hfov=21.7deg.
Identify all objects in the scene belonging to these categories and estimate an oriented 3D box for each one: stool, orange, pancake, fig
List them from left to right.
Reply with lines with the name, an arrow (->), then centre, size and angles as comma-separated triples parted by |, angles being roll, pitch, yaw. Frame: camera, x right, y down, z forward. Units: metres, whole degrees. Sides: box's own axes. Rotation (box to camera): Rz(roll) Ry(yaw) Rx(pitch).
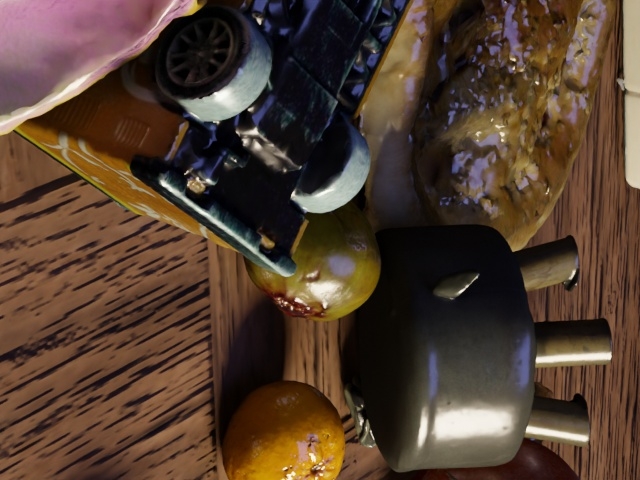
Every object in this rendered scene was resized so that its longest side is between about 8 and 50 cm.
orange -> -0.022, 0.127, 1.034 | 0.083, 0.070, 0.083 | -25, 124, -44
fig -> 0.000, 0.000, 1.013 | 0.082, 0.084, 0.098 | 107, 7, -65
stool -> 0.093, 0.068, 1.080 | 0.228, 0.139, 0.153 | 155, -68, -79
pancake -> 0.124, -0.136, 1.151 | 0.356, 0.065, 0.356 | -33, 133, -46

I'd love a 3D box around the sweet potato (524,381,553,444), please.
sweet potato -> 0.145, 0.234, 1.334 | 0.078, 0.058, 0.255 | -54, 150, -62

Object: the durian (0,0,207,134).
durian -> -0.157, -0.110, 0.678 | 0.260, 0.154, 0.186 | -3, 123, -32

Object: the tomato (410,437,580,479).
tomato -> 0.131, 0.225, 1.218 | 0.167, 0.167, 0.167 | -26, 123, -49

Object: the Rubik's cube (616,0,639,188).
Rubik's cube -> 0.440, -0.200, 1.383 | 0.290, 0.291, 0.291 | -39, 132, -41

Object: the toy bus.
toy bus -> -0.036, -0.143, 0.826 | 0.138, 0.167, 0.275 | 38, 75, -54
